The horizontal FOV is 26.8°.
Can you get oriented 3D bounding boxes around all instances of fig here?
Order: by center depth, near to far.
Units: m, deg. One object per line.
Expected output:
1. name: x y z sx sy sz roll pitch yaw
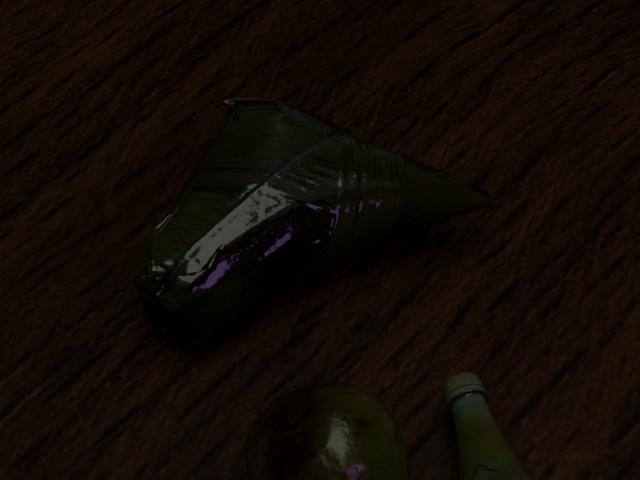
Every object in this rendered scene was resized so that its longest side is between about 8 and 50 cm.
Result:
1. fig: 0.006 0.192 1.145 0.136 0.121 0.153 -35 70 18

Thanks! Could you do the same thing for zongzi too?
1. zongzi: 0.000 0.000 1.312 0.300 0.138 0.286 17 53 13

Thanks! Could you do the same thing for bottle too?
1. bottle: 0.153 0.226 1.142 0.083 0.083 0.270 -10 47 -8
